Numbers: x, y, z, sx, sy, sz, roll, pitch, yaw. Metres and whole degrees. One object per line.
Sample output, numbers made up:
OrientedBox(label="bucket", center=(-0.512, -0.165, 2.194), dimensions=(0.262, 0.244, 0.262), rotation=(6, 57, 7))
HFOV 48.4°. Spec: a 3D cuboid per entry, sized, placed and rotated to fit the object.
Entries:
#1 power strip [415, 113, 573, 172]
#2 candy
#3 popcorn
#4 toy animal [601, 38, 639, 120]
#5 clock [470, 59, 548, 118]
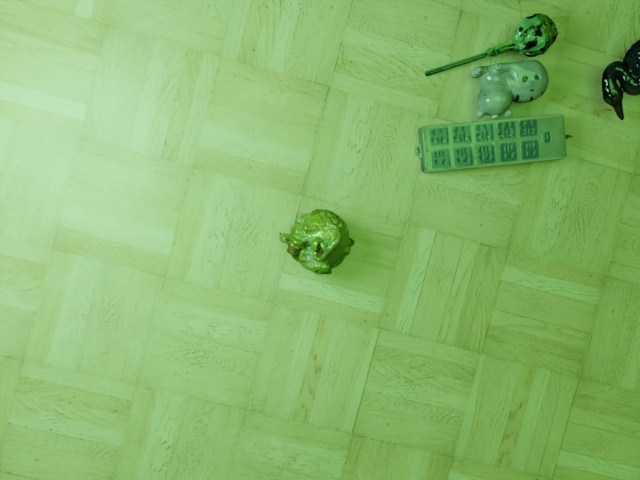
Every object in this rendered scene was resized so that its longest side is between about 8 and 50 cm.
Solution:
OrientedBox(label="power strip", center=(0.399, -0.222, 1.623), dimensions=(0.367, 0.043, 0.106), rotation=(-6, 94, -6))
OrientedBox(label="candy", center=(0.380, -0.429, 1.600), dimensions=(0.305, 0.083, 0.091), rotation=(-17, 132, 3))
OrientedBox(label="popcorn", center=(0.000, 0.000, 1.558), dimensions=(0.141, 0.162, 0.136), rotation=(45, 51, -28))
OrientedBox(label="toy animal", center=(0.778, -0.391, 1.616), dimensions=(0.298, 0.122, 0.185), rotation=(-43, 92, 6))
OrientedBox(label="clock", center=(0.430, -0.336, 1.602), dimensions=(0.176, 0.080, 0.117), rotation=(-7, 93, -5))
